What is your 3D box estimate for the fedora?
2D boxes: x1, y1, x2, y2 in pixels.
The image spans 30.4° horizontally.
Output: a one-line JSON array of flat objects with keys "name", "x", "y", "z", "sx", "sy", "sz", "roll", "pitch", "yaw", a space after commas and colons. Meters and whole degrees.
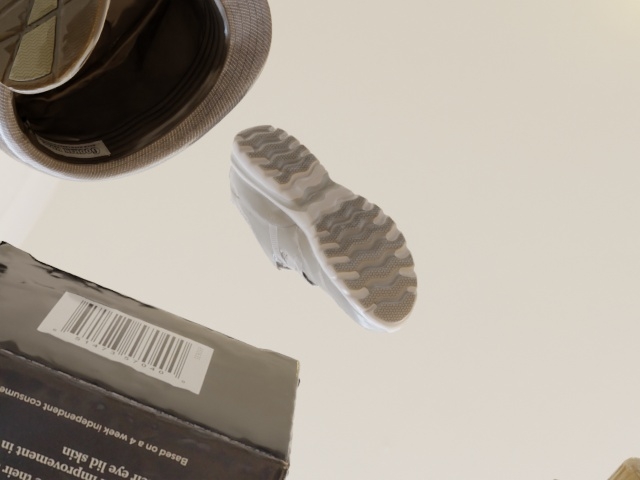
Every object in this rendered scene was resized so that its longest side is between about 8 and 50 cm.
[{"name": "fedora", "x": -0.194, "y": -0.185, "z": 1.081, "sx": 0.275, "sy": 0.124, "sz": 0.244, "roll": -40, "pitch": -41, "yaw": -2}]

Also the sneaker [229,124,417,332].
[{"name": "sneaker", "x": 0.000, "y": 0.000, "z": 1.266, "sx": 0.105, "sy": 0.281, "sz": 0.115, "roll": -20, "pitch": -33, "yaw": -33}]

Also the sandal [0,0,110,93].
[{"name": "sandal", "x": -0.169, "y": -0.196, "z": 0.763, "sx": 0.060, "sy": 0.090, "sz": 0.219, "roll": 41, "pitch": -138, "yaw": -66}]

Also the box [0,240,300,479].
[{"name": "box", "x": -0.116, "y": 0.131, "z": 0.510, "sx": 0.108, "sy": 0.153, "sz": 0.207, "roll": -84, "pitch": 18, "yaw": -74}]

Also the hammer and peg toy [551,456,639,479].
[{"name": "hammer and peg toy", "x": 0.256, "y": 0.289, "z": 0.617, "sx": 0.127, "sy": 0.361, "sz": 0.266, "roll": -55, "pitch": 0, "yaw": 20}]
